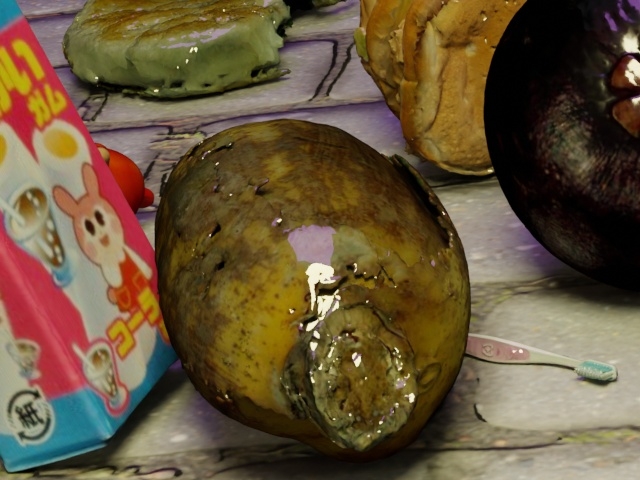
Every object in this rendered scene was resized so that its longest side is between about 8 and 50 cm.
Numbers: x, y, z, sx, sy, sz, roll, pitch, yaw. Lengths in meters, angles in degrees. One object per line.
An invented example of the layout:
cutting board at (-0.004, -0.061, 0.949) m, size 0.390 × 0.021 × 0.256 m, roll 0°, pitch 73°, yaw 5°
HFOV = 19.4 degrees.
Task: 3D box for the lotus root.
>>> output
lotus root at (-0.009, 0.026, 1.225) m, size 0.195 × 0.179 × 0.397 m, roll 6°, pitch 17°, yaw -12°

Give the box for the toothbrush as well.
toothbrush at (0.115, 0.072, 1.284) m, size 0.204 × 0.017 × 0.022 m, roll 12°, pitch 12°, yaw 41°

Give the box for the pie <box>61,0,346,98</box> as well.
pie at (-0.131, -0.237, 2.035) m, size 0.296 × 0.078 × 0.371 m, roll -1°, pitch 23°, yaw 19°

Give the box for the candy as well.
candy at (-0.213, -0.017, 1.251) m, size 0.100 × 0.306 × 0.157 m, roll -18°, pitch 18°, yaw 28°

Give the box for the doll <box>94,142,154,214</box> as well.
doll at (-0.228, -0.033, 1.537) m, size 0.217 × 0.085 × 0.183 m, roll -15°, pitch -12°, yaw -32°

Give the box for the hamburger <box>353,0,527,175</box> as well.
hamburger at (0.150, -0.174, 1.596) m, size 0.245 × 0.260 × 0.211 m, roll -51°, pitch 39°, yaw 14°

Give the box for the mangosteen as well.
mangosteen at (0.260, -0.084, 1.334) m, size 0.275 × 0.275 × 0.302 m, roll -3°, pitch -9°, yaw 16°
